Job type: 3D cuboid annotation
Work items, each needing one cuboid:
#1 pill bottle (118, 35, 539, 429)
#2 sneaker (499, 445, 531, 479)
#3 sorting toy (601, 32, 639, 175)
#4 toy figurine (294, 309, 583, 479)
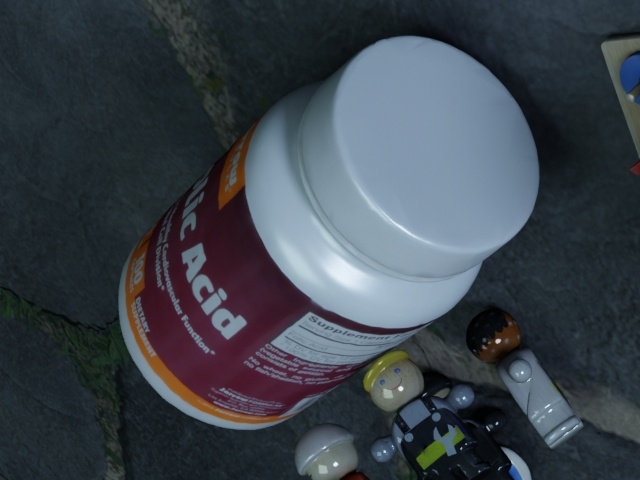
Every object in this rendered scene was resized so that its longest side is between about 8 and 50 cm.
[{"bbox_3d":[0.000,0.000,1.564,0.224,0.224,0.392,49,142,-1],"label":"pill bottle"},{"bbox_3d":[0.151,0.267,1.758,0.058,0.084,0.152,35,140,17],"label":"sneaker"},{"bbox_3d":[0.280,-0.081,1.371,0.132,0.046,0.274,0,122,44],"label":"sorting toy"},{"bbox_3d":[0.103,0.167,1.626,0.148,0.213,0.209,54,141,19],"label":"toy figurine"}]
